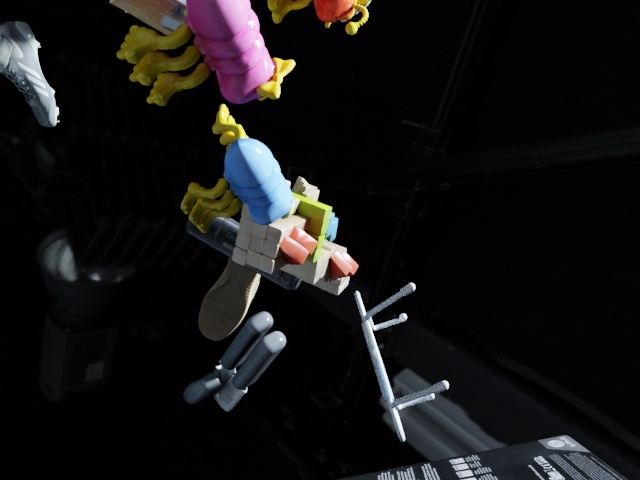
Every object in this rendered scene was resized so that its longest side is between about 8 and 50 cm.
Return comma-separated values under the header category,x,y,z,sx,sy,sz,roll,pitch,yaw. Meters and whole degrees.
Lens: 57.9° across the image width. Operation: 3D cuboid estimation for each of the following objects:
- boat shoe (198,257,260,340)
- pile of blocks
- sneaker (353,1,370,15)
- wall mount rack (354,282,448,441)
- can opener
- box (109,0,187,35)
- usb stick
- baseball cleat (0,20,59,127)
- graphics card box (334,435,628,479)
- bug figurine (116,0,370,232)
category,x,y,z,sx,sy,sz,roll,pitch,yaw
boat shoe,-0.230,0.129,1.624,0.121,0.110,0.341,31,-75,5
pile of blocks,0.000,0.000,0.887,0.112,0.362,0.149,22,-92,19
sneaker,0.075,-0.515,1.051,0.084,0.083,0.215,-15,-129,54
wall mount rack,0.174,0.247,1.266,0.130,0.304,0.350,-18,-110,2
can opener,-0.142,0.214,0.947,0.074,0.093,0.280,53,-45,15
box,-0.271,-0.442,1.018,0.170,0.130,0.091,10,-100,52
usb stick,-0.159,0.012,1.225,0.278,0.045,0.077,29,-81,7
baseball cleat,-0.586,-0.316,1.127,0.072,0.109,0.206,2,-69,35
graphics card box,0.144,0.321,0.645,0.371,0.233,0.094,-13,-96,2
bug figurine,-0.031,-0.147,0.400,0.072,0.216,0.279,11,-107,17
